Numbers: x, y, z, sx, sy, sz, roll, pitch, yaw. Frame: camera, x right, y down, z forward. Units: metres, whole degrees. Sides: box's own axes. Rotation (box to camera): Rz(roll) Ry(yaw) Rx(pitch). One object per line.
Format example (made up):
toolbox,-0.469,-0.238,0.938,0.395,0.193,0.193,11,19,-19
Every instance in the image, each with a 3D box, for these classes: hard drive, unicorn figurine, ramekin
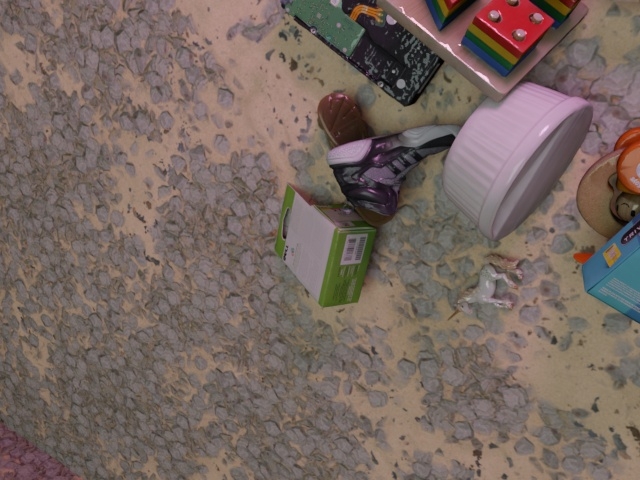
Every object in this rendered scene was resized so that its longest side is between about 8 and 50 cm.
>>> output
hard drive,0.106,-0.448,1.123,0.339,0.064,0.237,40,122,10
unicorn figurine,0.339,0.102,1.207,0.111,0.060,0.161,19,100,22
ramekin,0.321,-0.142,1.006,0.127,0.273,0.272,40,123,25

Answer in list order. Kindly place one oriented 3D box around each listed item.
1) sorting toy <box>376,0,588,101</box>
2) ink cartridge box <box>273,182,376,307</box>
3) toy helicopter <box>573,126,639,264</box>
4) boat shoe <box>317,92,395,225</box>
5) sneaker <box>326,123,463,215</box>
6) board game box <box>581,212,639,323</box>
sorting toy,0.269,-0.391,0.936,0.255,0.257,0.089,43,159,9
ink cartridge box,0.000,0.000,1.337,0.255,0.097,0.188,46,131,49
toy helicopter,0.588,-0.010,0.980,0.355,0.140,0.235,32,119,8
boat shoe,0.078,-0.168,1.236,0.105,0.089,0.285,-22,98,-1
sneaker,0.154,-0.133,1.152,0.269,0.101,0.153,-12,99,4
board game box,0.610,0.014,0.884,0.254,0.079,0.336,30,127,-4
